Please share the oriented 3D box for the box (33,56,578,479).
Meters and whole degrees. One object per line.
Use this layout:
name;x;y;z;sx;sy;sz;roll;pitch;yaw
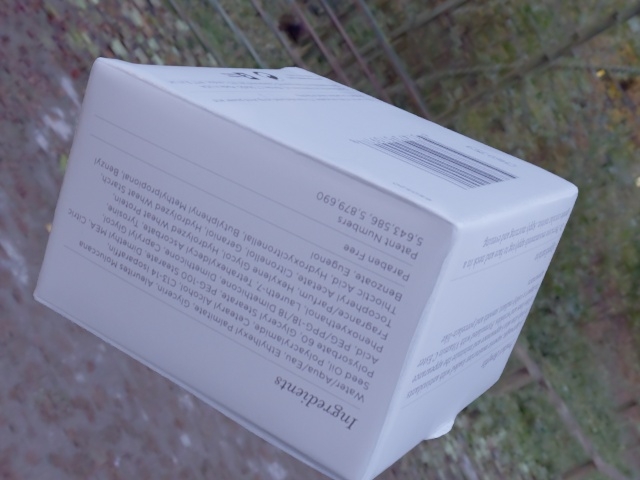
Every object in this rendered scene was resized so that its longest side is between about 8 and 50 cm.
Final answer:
box;0.000;0.000;0.484;0.182;0.119;0.181;26;18;22
